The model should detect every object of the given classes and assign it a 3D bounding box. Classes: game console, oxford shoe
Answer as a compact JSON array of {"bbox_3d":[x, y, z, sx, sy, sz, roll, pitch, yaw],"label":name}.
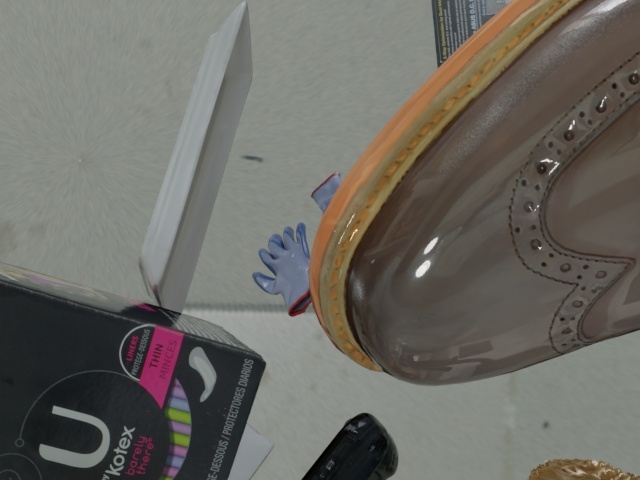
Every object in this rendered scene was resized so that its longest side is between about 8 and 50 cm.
[{"bbox_3d":[-0.058,0.292,1.144,0.044,0.213,0.361,36,80,20],"label":"game console"},{"bbox_3d":[0.169,-0.038,0.463,0.364,0.132,0.130,-27,128,1],"label":"oxford shoe"}]

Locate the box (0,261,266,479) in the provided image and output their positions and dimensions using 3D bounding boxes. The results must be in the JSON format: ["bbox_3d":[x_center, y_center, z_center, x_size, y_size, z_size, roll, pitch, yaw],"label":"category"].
[{"bbox_3d":[-0.202,0.115,1.097,0.270,0.143,0.165,17,91,-17],"label":"box"}]

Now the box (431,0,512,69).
[{"bbox_3d":[0.258,-0.256,1.748,0.242,0.076,0.307,-4,104,13],"label":"box"}]

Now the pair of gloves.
[{"bbox_3d":[0.000,0.000,1.800,0.198,0.159,0.023,-43,127,7],"label":"pair of gloves"}]

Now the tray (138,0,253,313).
[{"bbox_3d":[-0.108,-0.061,1.262,0.030,0.145,0.270,14,70,3],"label":"tray"}]

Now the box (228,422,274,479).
[{"bbox_3d":[-0.150,0.217,1.395,0.130,0.170,0.091,41,43,-2],"label":"box"}]

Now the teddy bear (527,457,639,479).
[{"bbox_3d":[0.299,0.253,1.037,0.338,0.245,0.113,1,125,10],"label":"teddy bear"}]
